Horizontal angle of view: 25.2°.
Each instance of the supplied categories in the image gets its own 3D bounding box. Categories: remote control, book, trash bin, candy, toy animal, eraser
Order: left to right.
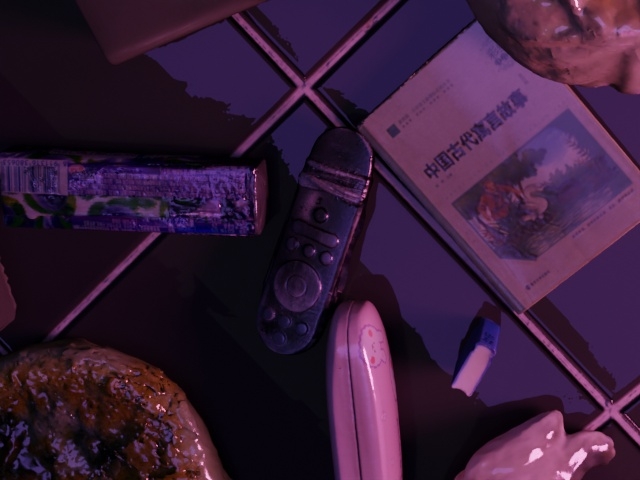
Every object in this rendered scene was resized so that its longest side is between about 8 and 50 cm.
[{"bbox_3d":[-0.213,-0.055,1.623,0.312,0.061,0.088,4,106,11],"label":"candy"},{"bbox_3d":[-0.142,-0.307,1.507,0.240,0.122,0.164,-21,107,18],"label":"trash bin"},{"bbox_3d":[0.000,0.000,1.598,0.090,0.066,0.266,22,103,14],"label":"remote control"},{"bbox_3d":[0.172,0.127,1.581,0.027,0.085,0.063,27,109,2],"label":"eraser"},{"bbox_3d":[0.204,-0.084,1.552,0.215,0.025,0.283,-41,95,20],"label":"book"},{"bbox_3d":[0.231,0.362,1.575,0.308,0.188,0.266,-42,95,13],"label":"toy animal"}]

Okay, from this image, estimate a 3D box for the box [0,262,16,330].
[{"bbox_3d":[-0.475,0.027,1.662,0.178,0.138,0.274,-15,101,10],"label":"box"}]

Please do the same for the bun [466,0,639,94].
[{"bbox_3d":[0.290,-0.314,1.374,0.365,0.219,0.365,2,103,8],"label":"bun"}]

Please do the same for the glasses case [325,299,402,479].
[{"bbox_3d":[0.050,0.213,1.613,0.075,0.113,0.297,-3,104,10],"label":"glasses case"}]

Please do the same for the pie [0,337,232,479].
[{"bbox_3d":[-0.280,0.263,1.713,0.371,0.078,0.297,9,105,10],"label":"pie"}]
